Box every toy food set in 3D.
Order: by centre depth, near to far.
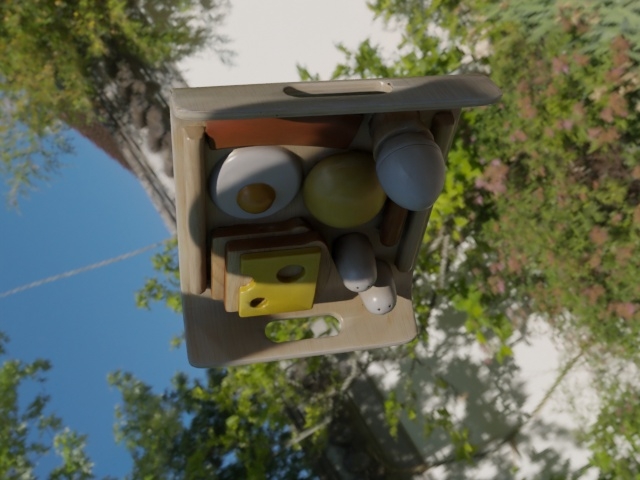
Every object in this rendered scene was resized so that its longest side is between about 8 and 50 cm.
[{"bbox_3d":[0.000,0.000,0.633,0.306,0.220,0.092,99,161,-49],"label":"toy food set"}]
